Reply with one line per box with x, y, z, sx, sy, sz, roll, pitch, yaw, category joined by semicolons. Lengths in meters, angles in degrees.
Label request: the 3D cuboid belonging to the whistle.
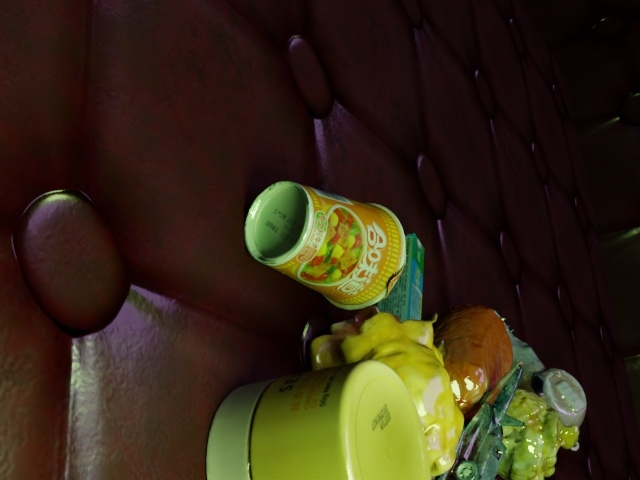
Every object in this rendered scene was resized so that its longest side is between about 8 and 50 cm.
0.437;0.308;1.872;0.348;0.189;0.189;56;23;15;whistle

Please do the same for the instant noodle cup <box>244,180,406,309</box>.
0.000;0.000;1.190;0.185;0.168;0.168;21;56;-47;instant noodle cup

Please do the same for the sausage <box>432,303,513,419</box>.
0.251;0.218;1.539;0.153;0.141;0.268;65;29;-16;sausage

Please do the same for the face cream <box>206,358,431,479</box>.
0.004;0.260;1.007;0.218;0.179;0.218;39;43;-48;face cream

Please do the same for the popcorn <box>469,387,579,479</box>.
0.385;0.378;1.665;0.187;0.185;0.167;47;3;9;popcorn

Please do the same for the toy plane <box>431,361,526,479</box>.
0.250;0.330;1.362;0.326;0.104;0.223;-51;130;-14;toy plane

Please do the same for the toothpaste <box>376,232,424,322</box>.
0.135;0.107;1.466;0.050;0.065;0.266;50;35;-38;toothpaste

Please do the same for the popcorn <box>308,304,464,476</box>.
0.094;0.212;1.204;0.190;0.191;0.253;62;17;-51;popcorn
